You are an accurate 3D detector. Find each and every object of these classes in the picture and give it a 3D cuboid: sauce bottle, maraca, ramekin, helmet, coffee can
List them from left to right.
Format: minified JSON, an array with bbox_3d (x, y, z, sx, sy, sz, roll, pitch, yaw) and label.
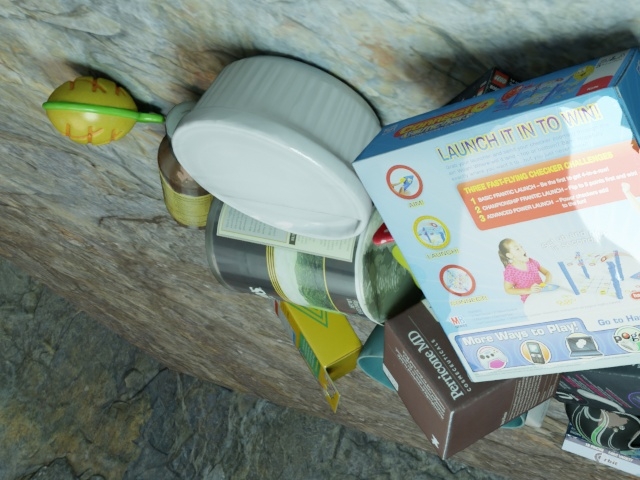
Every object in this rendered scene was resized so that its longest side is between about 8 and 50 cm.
[{"bbox_3d":[-0.319,-0.189,1.595,0.185,0.099,0.127,3,-174,-43],"label":"maraca"},{"bbox_3d":[-0.190,-0.113,1.634,0.111,0.111,0.344,22,161,2],"label":"sauce bottle"},{"bbox_3d":[-0.042,-0.120,1.366,0.272,0.127,0.273,21,159,8],"label":"ramekin"},{"bbox_3d":[0.000,0.000,1.569,0.275,0.202,0.201,11,159,34],"label":"coffee can"},{"bbox_3d":[0.505,0.281,1.854,0.169,0.169,0.162,16,146,21],"label":"helmet"}]

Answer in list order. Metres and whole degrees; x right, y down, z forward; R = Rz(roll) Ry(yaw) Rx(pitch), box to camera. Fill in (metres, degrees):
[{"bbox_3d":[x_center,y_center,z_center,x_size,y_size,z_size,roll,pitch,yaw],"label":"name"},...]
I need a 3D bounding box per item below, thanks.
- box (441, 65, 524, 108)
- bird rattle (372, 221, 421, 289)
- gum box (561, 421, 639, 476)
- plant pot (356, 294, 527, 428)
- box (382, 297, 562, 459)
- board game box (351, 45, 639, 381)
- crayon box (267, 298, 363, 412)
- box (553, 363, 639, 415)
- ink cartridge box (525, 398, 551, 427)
[{"bbox_3d":[0.211,-0.109,1.238,0.159,0.044,0.233,26,163,-10],"label":"box"},{"bbox_3d":[0.184,-0.022,1.384,0.206,0.143,0.253,9,164,10],"label":"bird rattle"},{"bbox_3d":[0.535,0.335,1.962,0.157,0.184,0.041,18,125,13],"label":"gum box"},{"bbox_3d":[0.230,0.165,1.787,0.290,0.195,0.290,21,163,7],"label":"plant pot"},{"bbox_3d":[0.216,0.166,1.519,0.168,0.203,0.167,54,162,29],"label":"box"},{"bbox_3d":[0.233,-0.009,1.110,0.308,0.086,0.302,-13,115,40],"label":"board game box"},{"bbox_3d":[-0.019,0.134,1.915,0.323,0.083,0.203,59,170,14],"label":"crayon box"},{"bbox_3d":[0.440,0.164,1.606,0.165,0.143,0.270,37,158,-34],"label":"box"},{"bbox_3d":[0.298,0.239,2.060,0.207,0.117,0.283,9,159,39],"label":"ink cartridge box"}]
